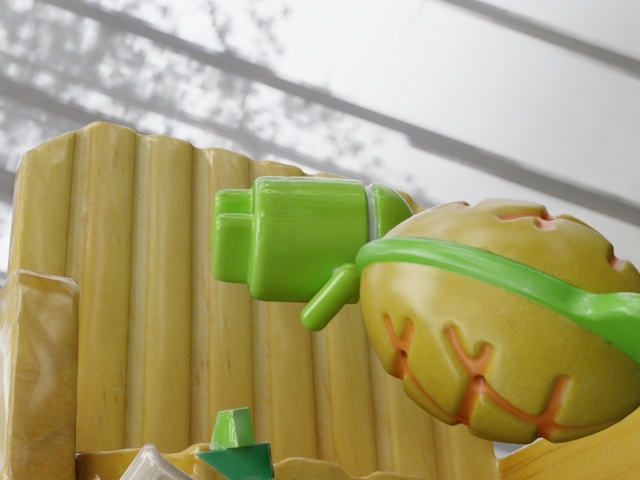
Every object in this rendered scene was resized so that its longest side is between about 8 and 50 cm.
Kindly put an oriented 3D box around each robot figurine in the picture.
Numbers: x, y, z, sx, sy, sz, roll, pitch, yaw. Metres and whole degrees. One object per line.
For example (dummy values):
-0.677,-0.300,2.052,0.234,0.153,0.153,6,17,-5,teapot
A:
0.000,0.000,0.845,0.101,0.115,0.067,-100,14,-59,robot figurine

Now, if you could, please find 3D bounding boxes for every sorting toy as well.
-0.026,0.078,0.413,0.083,0.062,0.012,-54,-2,35,sorting toy

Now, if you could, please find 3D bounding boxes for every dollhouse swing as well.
0.001,0.039,0.825,0.315,0.347,0.305,135,143,-59,dollhouse swing

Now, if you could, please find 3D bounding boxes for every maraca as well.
0.095,0.037,0.656,0.127,0.186,0.099,38,-110,-46,maraca
